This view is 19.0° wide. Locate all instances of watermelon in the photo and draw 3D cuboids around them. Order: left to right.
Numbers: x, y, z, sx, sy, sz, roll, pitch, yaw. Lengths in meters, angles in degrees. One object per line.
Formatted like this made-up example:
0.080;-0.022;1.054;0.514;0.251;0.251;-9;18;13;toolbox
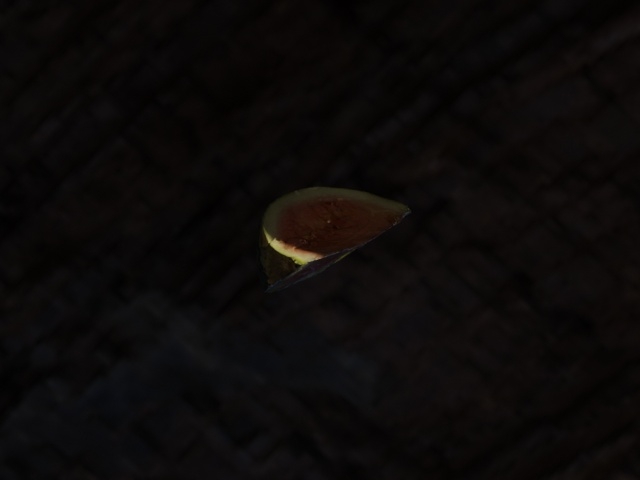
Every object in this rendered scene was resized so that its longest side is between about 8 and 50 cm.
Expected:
-0.010;-0.009;1.543;0.087;0.069;0.163;-31;176;38;watermelon
